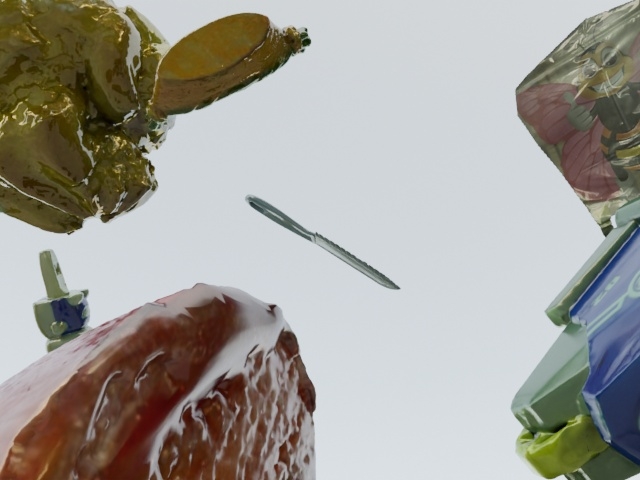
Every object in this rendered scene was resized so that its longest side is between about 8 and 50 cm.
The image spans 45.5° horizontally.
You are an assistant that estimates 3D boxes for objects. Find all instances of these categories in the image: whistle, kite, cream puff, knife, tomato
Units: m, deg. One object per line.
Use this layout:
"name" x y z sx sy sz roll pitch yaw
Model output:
"whistle" -0.449 0.134 1.345 0.092 0.110 0.244 -11 -85 1
"kite" 0.318 -0.061 0.730 0.022 0.360 0.204 -1 -25 -45
"cream puff" -0.351 -0.172 1.124 0.275 0.378 0.378 45 -60 21
"knife" 0.000 0.000 1.256 0.313 0.019 0.044 32 -26 16
"tomato" -0.127 0.157 0.451 0.170 0.309 0.309 -2 -54 20

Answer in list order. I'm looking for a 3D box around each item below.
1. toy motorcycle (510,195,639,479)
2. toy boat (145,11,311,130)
"toy motorcycle" 0.275 0.045 0.504 0.326 0.200 0.191 -39 -94 -13
"toy boat" -0.108 -0.203 0.889 0.229 0.089 0.088 -31 -21 -12
